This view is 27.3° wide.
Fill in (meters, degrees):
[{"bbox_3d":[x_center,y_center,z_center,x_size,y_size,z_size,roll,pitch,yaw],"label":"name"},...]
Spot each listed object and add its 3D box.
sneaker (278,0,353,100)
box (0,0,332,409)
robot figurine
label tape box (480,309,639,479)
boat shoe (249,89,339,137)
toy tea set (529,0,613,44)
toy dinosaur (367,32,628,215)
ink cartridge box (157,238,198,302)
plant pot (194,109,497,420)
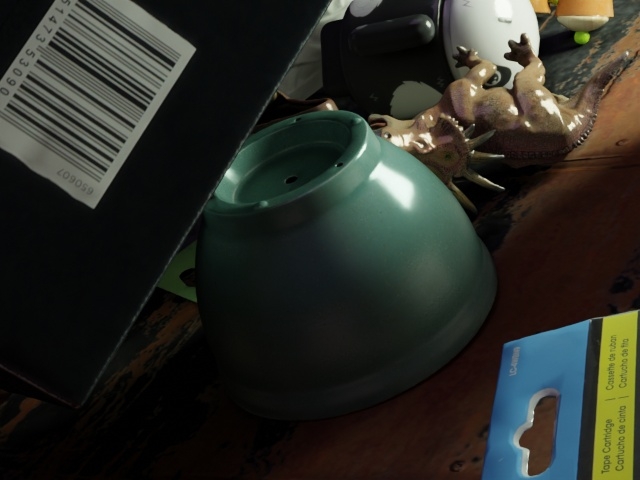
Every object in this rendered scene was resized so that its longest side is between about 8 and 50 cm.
[{"bbox_3d":[-0.053,-0.280,1.819,0.292,0.169,0.108,-33,21,24],"label":"sneaker"},{"bbox_3d":[-0.264,-0.117,1.270,0.480,0.297,0.472,-60,16,-14],"label":"box"},{"bbox_3d":[0.135,-0.237,1.643,0.278,0.174,0.209,-5,34,34],"label":"robot figurine"},{"bbox_3d":[0.288,0.142,0.865,0.347,0.115,0.249,-15,27,23],"label":"label tape box"},{"bbox_3d":[-0.077,-0.140,1.563,0.123,0.123,0.342,-32,27,-23],"label":"boat shoe"},{"bbox_3d":[0.238,-0.299,1.782,0.200,0.124,0.336,-4,10,-32],"label":"toy tea set"},{"bbox_3d":[0.199,-0.119,1.431,0.295,0.127,0.200,-9,35,3],"label":"toy dinosaur"},{"bbox_3d":[-0.088,-0.021,1.551,0.235,0.056,0.171,-35,28,-26],"label":"ink cartridge box"},{"bbox_3d":[0.000,0.000,1.257,0.293,0.196,0.293,-19,29,11],"label":"plant pot"}]
